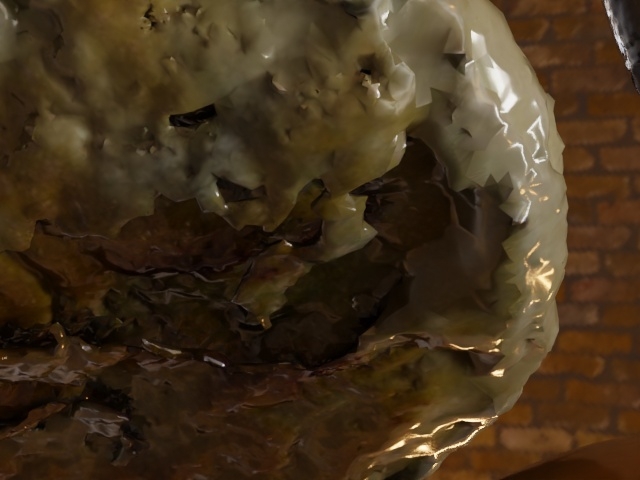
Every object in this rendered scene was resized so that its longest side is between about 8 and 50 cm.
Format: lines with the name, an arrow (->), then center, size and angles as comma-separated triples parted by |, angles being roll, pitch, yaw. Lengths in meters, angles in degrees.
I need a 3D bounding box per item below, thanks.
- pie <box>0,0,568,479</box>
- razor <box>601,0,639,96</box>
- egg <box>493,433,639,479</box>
pie -> -0.079, 0.013, 0.463 | 0.339, 0.077, 0.339 | -1, -45, -1
razor -> 0.197, -0.152, 0.795 | 0.054, 0.090, 0.148 | 94, -17, -74
egg -> 0.107, 0.189, 0.359 | 0.282, 0.351, 0.283 | 0, -88, 16
